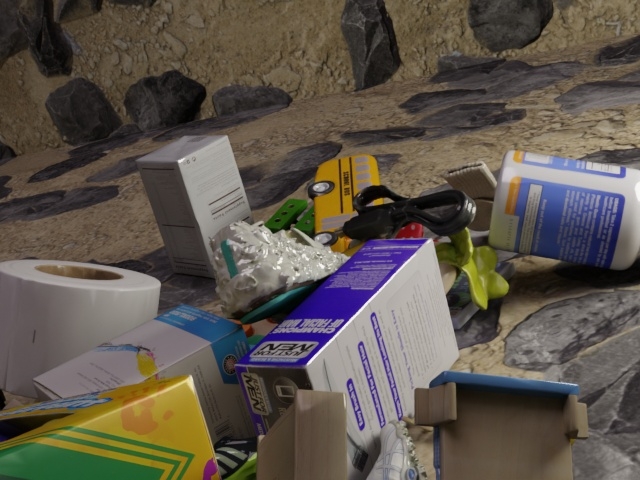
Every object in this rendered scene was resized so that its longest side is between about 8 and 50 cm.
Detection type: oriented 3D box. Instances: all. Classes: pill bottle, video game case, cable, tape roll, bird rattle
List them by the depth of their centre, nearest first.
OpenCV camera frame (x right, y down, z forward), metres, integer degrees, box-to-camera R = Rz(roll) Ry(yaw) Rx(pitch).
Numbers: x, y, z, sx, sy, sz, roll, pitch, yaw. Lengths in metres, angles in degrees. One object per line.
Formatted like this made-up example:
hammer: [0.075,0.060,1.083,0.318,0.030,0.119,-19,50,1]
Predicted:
pill bottle: [0.393,-0.039,1.504,0.272,0.152,0.152,11,26,12]
cable: [0.128,-0.032,1.510,0.287,0.072,0.139,-13,43,43]
bird rattle: [0.135,0.046,1.521,0.253,0.143,0.207,5,45,51]
tape roll: [-0.369,0.129,1.530,0.246,0.169,0.246,8,4,-1]
video game case: [0.185,0.080,1.592,0.173,0.022,0.190,1,25,39]

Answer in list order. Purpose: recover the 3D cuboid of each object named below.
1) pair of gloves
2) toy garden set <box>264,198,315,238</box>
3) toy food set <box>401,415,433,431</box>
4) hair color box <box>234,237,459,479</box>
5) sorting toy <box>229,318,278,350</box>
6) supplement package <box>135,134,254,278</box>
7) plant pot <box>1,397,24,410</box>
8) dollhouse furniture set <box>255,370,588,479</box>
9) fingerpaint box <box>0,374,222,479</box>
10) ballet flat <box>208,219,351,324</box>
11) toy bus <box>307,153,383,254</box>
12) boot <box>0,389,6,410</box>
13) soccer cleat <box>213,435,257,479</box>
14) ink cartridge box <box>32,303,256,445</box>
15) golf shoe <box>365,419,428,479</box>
pair of gloves: [0.334,-0.066,1.669,0.240,0.204,0.042,-5,59,20]
toy garden set: [0.000,0.000,1.912,0.244,0.049,0.204,5,36,31]
toy food set: [0.163,0.212,1.258,0.122,0.019,0.078,-19,18,-33]
hair color box: [0.046,0.148,1.268,0.110,0.185,0.339,-3,23,32]
sorting toy: [-0.077,0.143,1.597,0.193,0.038,0.208,-23,21,-20]
supplement package: [-0.233,-0.067,1.980,0.139,0.244,0.134,6,29,44]
plant pot: [-0.398,0.291,1.353,0.096,0.109,0.109,-39,28,-24]
dollhouse furniture set: [0.102,0.288,0.976,0.303,0.286,0.198,5,-24,-11]
fingerpaint box: [-0.382,0.281,1.022,0.445,0.163,0.371,-16,1,39]
ballet flat: [-0.042,0.036,1.378,0.147,0.147,0.409,-11,-8,13]
toy bus: [0.051,-0.024,1.774,0.130,0.108,0.332,-10,31,4]
boot: [-0.568,0.282,1.497,0.220,0.109,0.283,-27,28,-17]
soccer cleat: [-0.127,0.276,1.226,0.179,0.060,0.072,-16,37,-21]
ink cartridge box: [-0.210,0.215,1.300,0.233,0.171,0.168,-27,22,-30]
golf shoe: [0.073,0.259,1.128,0.086,0.069,0.176,-22,18,1]
